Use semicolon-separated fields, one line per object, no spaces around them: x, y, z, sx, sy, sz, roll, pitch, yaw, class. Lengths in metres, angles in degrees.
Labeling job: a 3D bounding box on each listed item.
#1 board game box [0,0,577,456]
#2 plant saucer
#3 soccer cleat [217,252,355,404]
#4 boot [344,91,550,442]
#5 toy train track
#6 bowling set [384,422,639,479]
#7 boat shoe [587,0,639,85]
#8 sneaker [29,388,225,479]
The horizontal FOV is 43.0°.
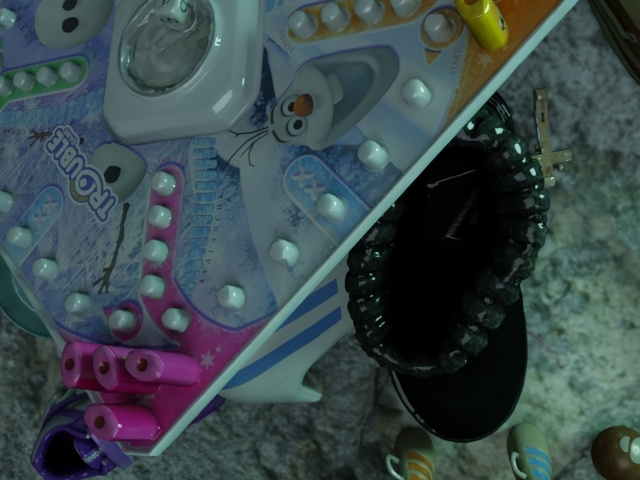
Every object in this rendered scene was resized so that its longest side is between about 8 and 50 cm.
-0.102;-0.132;0.540;0.390;0.050;0.390;-48;61;8;board game box
-0.265;0.040;0.799;0.119;0.021;0.119;3;109;8;plant saucer
0.000;0.000;0.712;0.143;0.116;0.331;17;110;-24;soccer cleat
0.099;0.053;0.621;0.131;0.260;0.348;-5;109;9;boot
0.190;-0.086;0.684;0.048;0.014;0.083;-10;102;-7;toy train track
0.209;0.252;0.735;0.287;0.154;0.200;40;111;-8;bowling set
0.251;-0.190;0.586;0.324;0.120;0.122;43;110;-8;boat shoe
-0.187;0.174;0.793;0.236;0.104;0.095;-28;102;16;sneaker
